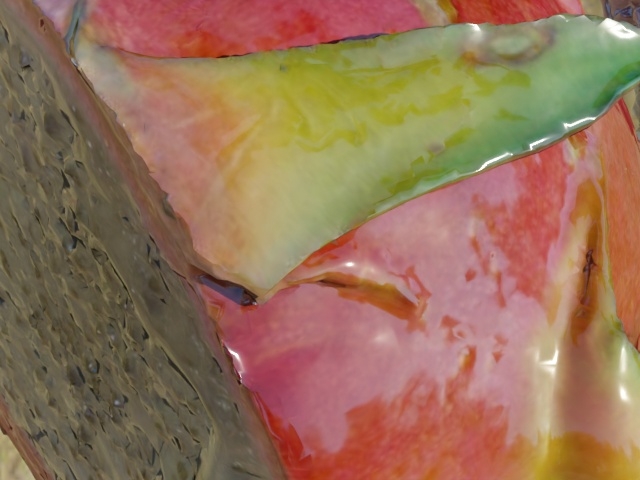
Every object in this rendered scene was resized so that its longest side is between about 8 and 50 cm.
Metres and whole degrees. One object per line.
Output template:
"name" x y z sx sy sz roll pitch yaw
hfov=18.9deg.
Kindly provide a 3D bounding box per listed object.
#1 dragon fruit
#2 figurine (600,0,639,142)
"dragon fruit" 0.000 0.000 0.595 0.189 0.291 0.291 -23 56 -23
"figurine" 0.244 -0.010 1.087 0.211 0.361 0.253 1 1 27
